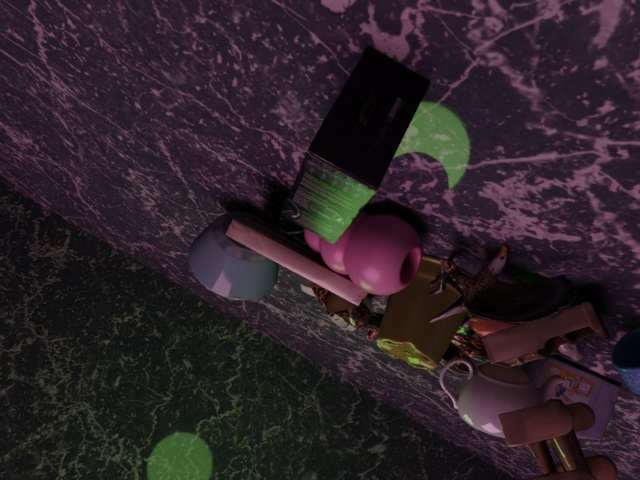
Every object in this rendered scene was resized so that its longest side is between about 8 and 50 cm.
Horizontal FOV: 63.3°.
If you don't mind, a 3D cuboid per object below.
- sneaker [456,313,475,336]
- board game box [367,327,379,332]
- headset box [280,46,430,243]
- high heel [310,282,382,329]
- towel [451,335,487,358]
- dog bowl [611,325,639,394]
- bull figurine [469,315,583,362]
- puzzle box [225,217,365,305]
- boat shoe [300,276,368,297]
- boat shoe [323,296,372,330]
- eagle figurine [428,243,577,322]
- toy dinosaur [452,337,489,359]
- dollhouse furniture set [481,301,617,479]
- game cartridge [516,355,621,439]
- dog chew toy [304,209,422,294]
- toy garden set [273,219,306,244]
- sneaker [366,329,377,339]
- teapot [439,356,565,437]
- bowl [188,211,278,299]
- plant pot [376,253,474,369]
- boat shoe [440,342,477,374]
[{"bbox_3d":[0.412,0.246,1.661,0.235,0.084,0.097,-16,108,57],"label":"sneaker"},{"bbox_3d":[0.286,0.364,1.998,0.147,0.045,0.193,33,168,-35],"label":"board game box"},{"bbox_3d":[0.057,-0.164,0.948,0.131,0.246,0.283,29,158,-3],"label":"headset box"},{"bbox_3d":[0.048,0.172,1.500,0.261,0.093,0.186,29,178,28],"label":"high heel"},{"bbox_3d":[0.418,0.345,1.885,0.329,0.037,0.237,28,158,1],"label":"towel"},{"bbox_3d":[0.772,0.248,1.132,0.074,0.166,0.297,43,156,-3],"label":"dog bowl"},{"bbox_3d":[0.579,0.272,1.461,0.310,0.101,0.188,13,155,36],"label":"bull figurine"},{"bbox_3d":[-0.052,0.049,1.497,0.409,0.052,0.272,28,-174,4],"label":"puzzle box"},{"bbox_3d":[0.037,0.139,1.811,0.277,0.098,0.096,0,145,33],"label":"boat shoe"},{"bbox_3d":[0.080,0.248,1.965,0.156,0.136,0.367,32,167,-1],"label":"boat shoe"},{"bbox_3d":[0.420,0.121,1.224,0.298,0.226,0.225,26,137,18],"label":"eagle figurine"},{"bbox_3d":[0.434,0.317,1.542,0.211,0.064,0.112,25,167,22],"label":"toy dinosaur"},{"bbox_3d":[0.576,0.377,1.184,0.256,0.394,0.362,-26,152,26],"label":"dollhouse furniture set"},{"bbox_3d":[0.735,0.475,1.587,0.297,0.198,0.062,23,169,11],"label":"game cartridge"},{"bbox_3d":[0.093,0.009,1.350,0.332,0.206,0.206,22,158,34],"label":"dog chew toy"},{"bbox_3d":[0.000,0.000,1.620,0.244,0.049,0.204,42,156,-27],"label":"toy garden set"},{"bbox_3d":[0.224,0.390,2.170,0.047,0.057,0.119,31,156,-2],"label":"sneaker"},{"bbox_3d":[0.512,0.429,1.484,0.256,0.187,0.252,1,-172,-39],"label":"teapot"},{"bbox_3d":[-0.260,0.023,1.697,0.311,0.311,0.163,28,129,0],"label":"bowl"},{"bbox_3d":[0.287,0.215,1.477,0.276,0.254,0.276,24,157,11],"label":"plant pot"},{"bbox_3d":[0.453,0.401,1.811,0.228,0.081,0.068,29,164,-1],"label":"boat shoe"}]
